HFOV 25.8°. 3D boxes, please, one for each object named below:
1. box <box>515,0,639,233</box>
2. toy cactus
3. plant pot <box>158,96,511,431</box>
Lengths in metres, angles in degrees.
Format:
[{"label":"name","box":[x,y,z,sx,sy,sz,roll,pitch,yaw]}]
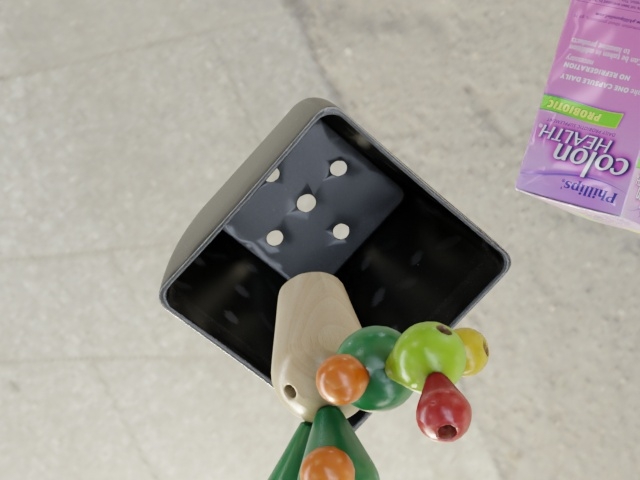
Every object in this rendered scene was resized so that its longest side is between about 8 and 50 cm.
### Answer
[{"label":"box","box":[0.319,-0.140,1.458,0.117,0.213,0.243,16,92,26]},{"label":"toy cactus","box":[0.016,0.089,0.636,0.112,0.180,0.219,1,136,-11]},{"label":"plant pot","box":[0.000,0.000,1.069,0.187,0.167,0.188,39,100,-20]}]
